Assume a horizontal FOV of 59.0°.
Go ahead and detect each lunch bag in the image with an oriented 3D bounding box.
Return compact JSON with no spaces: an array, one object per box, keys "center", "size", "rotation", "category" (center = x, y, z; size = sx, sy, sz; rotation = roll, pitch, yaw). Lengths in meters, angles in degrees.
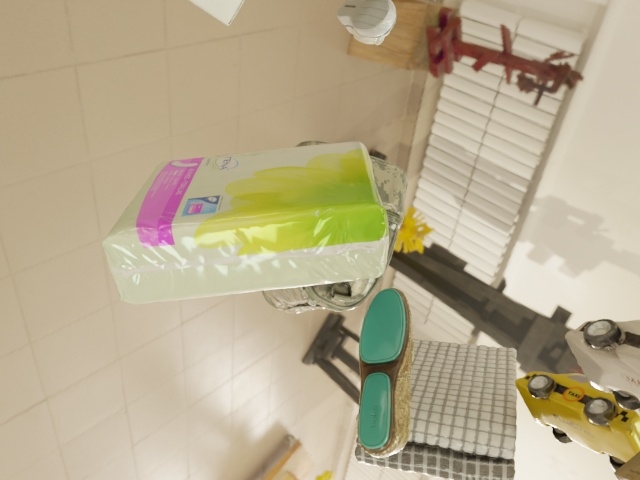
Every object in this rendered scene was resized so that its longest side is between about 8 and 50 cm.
[{"center":[0.000,0.000,0.982],"size":[0.213,0.305,0.256],"rotation":[13,77,-17],"category":"lunch bag"}]

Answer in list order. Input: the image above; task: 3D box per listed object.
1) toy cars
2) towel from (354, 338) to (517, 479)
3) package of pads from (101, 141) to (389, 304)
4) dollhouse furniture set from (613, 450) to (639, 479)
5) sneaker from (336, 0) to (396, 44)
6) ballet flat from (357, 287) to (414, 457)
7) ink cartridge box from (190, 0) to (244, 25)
[{"center":[0.353,0.169,0.649],"size":[0.087,0.176,0.393],"rotation":[-38,157,-17],"category":"toy cars"},{"center":[0.195,0.269,0.918],"size":[0.284,0.235,0.121],"rotation":[-40,131,-67],"category":"towel"},{"center":[-0.075,-0.032,0.682],"size":[0.229,0.297,0.101],"rotation":[-90,174,-63],"category":"package of pads"},{"center":[0.384,0.259,0.523],"size":[0.144,0.123,0.151],"rotation":[-32,174,-11],"category":"dollhouse furniture set"},{"center":[0.116,-0.472,1.221],"size":[0.091,0.258,0.094],"rotation":[37,104,-28],"category":"sneaker"},{"center":[0.085,0.163,0.704],"size":[0.067,0.073,0.206],"rotation":[39,54,-47],"category":"ballet flat"},{"center":[-0.168,-0.362,0.741],"size":[0.140,0.190,0.082],"rotation":[29,106,-25],"category":"ink cartridge box"}]
